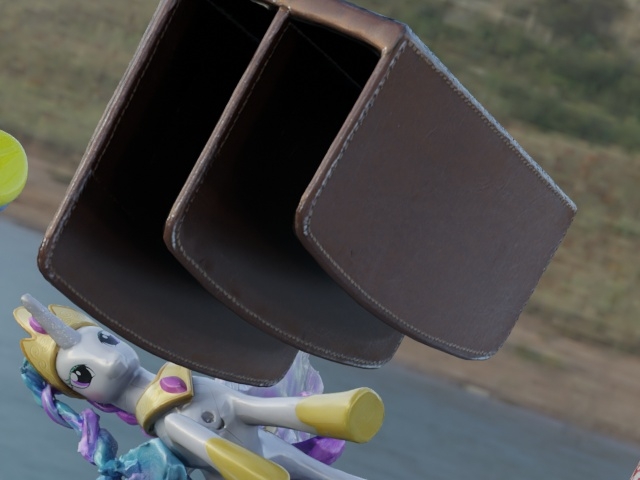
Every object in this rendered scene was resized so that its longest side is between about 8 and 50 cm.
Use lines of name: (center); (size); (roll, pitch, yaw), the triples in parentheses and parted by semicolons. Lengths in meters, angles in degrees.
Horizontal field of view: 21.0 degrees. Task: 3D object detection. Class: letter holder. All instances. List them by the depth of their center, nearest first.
letter holder: (0.000, 0.000, 1.029); (0.152, 0.214, 0.302); (26, -5, 30)

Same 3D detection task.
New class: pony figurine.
pony figurine: (-0.071, 0.182, 1.476); (0.363, 0.303, 0.351); (18, -24, 36)

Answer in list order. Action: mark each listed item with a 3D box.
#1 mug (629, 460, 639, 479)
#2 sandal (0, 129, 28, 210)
mug: (0.376, 0.282, 1.800); (0.150, 0.169, 0.113); (22, 13, -37)
sandal: (-0.471, -0.074, 1.823); (0.317, 0.126, 0.138); (20, -38, -2)
